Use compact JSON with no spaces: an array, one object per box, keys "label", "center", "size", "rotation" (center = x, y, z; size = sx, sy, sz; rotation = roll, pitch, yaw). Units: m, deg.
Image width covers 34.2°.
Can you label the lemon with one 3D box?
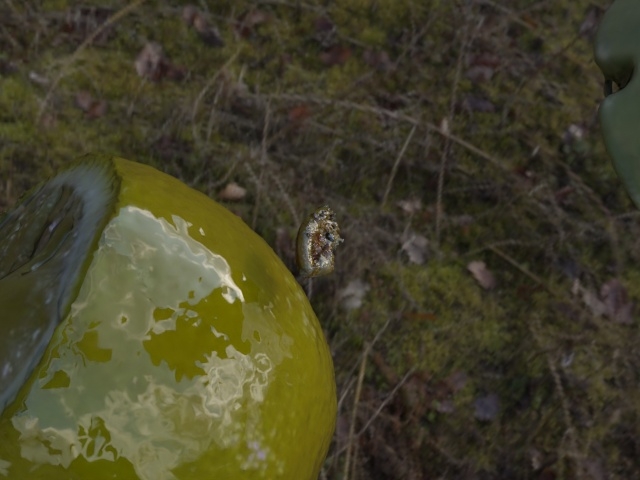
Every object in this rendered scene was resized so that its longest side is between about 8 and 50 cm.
[{"label":"lemon","center":[-0.143,0.131,0.825],"size":[0.364,0.364,0.364],"rotation":[9,53,-12]}]

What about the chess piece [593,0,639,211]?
[{"label":"chess piece","center":[0.349,-0.121,0.495],"size":[0.234,0.442,0.234],"rotation":[12,69,-32]}]

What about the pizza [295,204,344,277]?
[{"label":"pizza","center":[0.000,0.000,0.747],"size":[0.037,0.016,0.083],"rotation":[47,34,-19]}]
